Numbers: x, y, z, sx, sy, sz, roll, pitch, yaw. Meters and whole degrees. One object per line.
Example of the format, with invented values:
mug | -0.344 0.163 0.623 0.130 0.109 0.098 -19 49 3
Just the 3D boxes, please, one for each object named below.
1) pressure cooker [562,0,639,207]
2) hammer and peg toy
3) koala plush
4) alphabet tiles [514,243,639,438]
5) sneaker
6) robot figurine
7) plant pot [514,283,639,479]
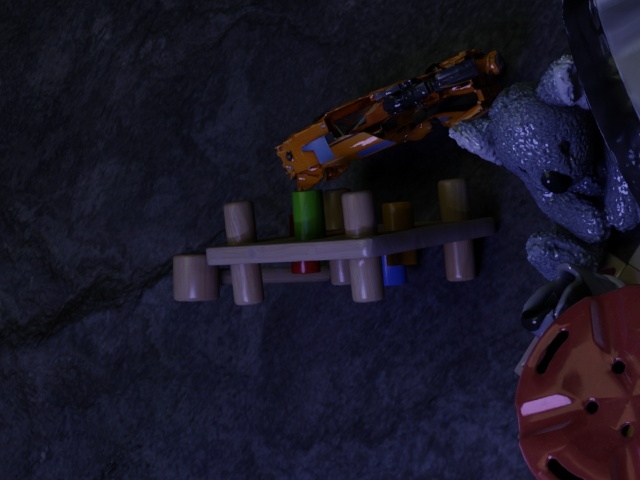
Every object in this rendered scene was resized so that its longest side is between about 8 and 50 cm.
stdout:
pressure cooker | 0.464 -0.180 1.331 0.420 0.370 0.375 -26 50 24
hammer and peg toy | 0.000 0.000 1.858 0.361 0.266 0.127 -3 94 41
koala plush | 0.258 -0.098 1.646 0.196 0.221 0.203 -31 43 34
alphabet tiles | 0.345 0.144 1.588 0.285 0.011 0.342 -58 39 6
sneaker | 0.249 0.129 1.590 0.086 0.132 0.228 -12 60 45
robot figurine | 0.100 -0.155 1.906 0.291 0.211 0.085 -22 92 22
plant pot | 0.321 0.174 1.361 0.272 0.265 0.272 -18 58 31
